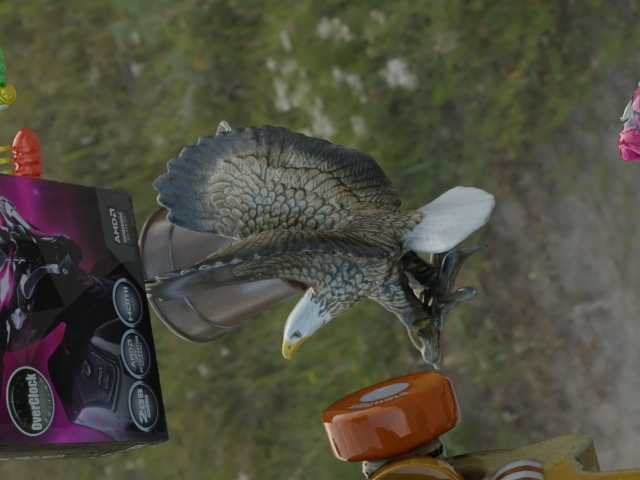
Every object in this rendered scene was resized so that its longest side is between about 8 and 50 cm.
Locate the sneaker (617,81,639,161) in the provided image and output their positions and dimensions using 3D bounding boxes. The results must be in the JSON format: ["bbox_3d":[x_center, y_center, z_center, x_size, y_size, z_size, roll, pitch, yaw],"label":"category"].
[{"bbox_3d":[0.389,-0.039,1.543,0.299,0.112,0.121,37,162,-4],"label":"sneaker"}]

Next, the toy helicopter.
[{"bbox_3d":[0.113,0.154,0.939,0.355,0.235,0.140,-13,97,35],"label":"toy helicopter"}]

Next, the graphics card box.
[{"bbox_3d":[-0.280,0.062,1.407,0.094,0.371,0.233,-17,76,29],"label":"graphics card box"}]

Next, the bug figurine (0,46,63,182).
[{"bbox_3d":[-0.417,-0.131,2.044,0.072,0.279,0.216,-12,88,35],"label":"bug figurine"}]

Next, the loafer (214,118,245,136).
[{"bbox_3d":[-0.088,-0.104,2.177,0.056,0.050,0.148,-68,31,29],"label":"loafer"}]

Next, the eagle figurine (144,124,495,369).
[{"bbox_3d":[-0.005,0.010,1.648,0.298,0.225,0.226,28,164,-14],"label":"eagle figurine"}]

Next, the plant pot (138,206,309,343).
[{"bbox_3d":[-0.089,0.015,1.966,0.165,0.167,0.167,-20,92,36],"label":"plant pot"}]
